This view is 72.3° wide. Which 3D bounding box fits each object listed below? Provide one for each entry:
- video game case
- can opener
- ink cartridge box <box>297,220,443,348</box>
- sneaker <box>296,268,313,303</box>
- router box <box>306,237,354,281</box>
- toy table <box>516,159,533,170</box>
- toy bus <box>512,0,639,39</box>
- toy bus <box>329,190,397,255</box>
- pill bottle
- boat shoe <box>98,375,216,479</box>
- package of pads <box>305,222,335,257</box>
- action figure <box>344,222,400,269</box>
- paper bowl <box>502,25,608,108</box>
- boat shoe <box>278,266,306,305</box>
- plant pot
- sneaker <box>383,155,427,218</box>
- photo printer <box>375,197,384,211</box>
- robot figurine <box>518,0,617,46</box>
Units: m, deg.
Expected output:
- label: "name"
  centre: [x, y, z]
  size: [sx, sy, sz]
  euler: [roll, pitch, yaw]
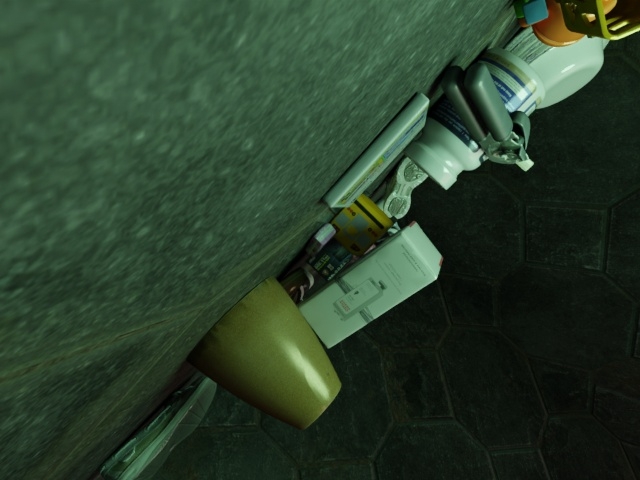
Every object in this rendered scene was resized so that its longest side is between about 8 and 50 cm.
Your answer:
- label: "video game case"
  centre: [0.097, -0.139, 0.737]
  size: [0.212, 0.023, 0.193]
  euler: [-47, 175, 11]
- label: "can opener"
  centre: [0.300, -0.222, 0.763]
  size: [0.283, 0.076, 0.095]
  euler: [33, 74, -47]
- label: "ink cartridge box"
  centre: [0.115, 0.091, 0.967]
  size: [0.283, 0.117, 0.207]
  euler: [-38, 176, 21]
- label: "sneaker"
  centre: [-0.104, 0.173, 1.239]
  size: [0.121, 0.079, 0.216]
  euler: [-37, 162, -41]
- label: "router box"
  centre: [0.034, 0.046, 1.227]
  size: [0.122, 0.092, 0.038]
  euler: [-48, 174, 7]
- label: "toy table"
  centre: [0.400, -0.279, 1.062]
  size: [0.274, 0.252, 0.160]
  euler: [-61, -174, 26]
- label: "toy bus"
  centre: [0.425, -0.368, 0.671]
  size: [0.202, 0.104, 0.191]
  euler: [-44, -151, -25]
- label: "toy bus"
  centre: [0.113, -0.040, 1.120]
  size: [0.130, 0.108, 0.333]
  euler: [-47, 175, 6]
- label: "pill bottle"
  centre: [0.306, -0.241, 0.900]
  size: [0.264, 0.153, 0.153]
  euler: [-47, 175, 12]
- label: "boat shoe"
  centre: [-0.388, 0.457, 1.073]
  size: [0.320, 0.103, 0.118]
  euler: [-50, 157, -24]
- label: "package of pads"
  centre: [0.000, 0.000, 0.952]
  size: [0.050, 0.032, 0.083]
  euler: [-42, 173, -26]
- label: "action figure"
  centre: [0.177, 0.064, 1.420]
  size: [0.248, 0.275, 0.370]
  euler: [-10, 172, -33]
- label: "paper bowl"
  centre: [0.609, -0.461, 1.152]
  size: [0.285, 0.147, 0.284]
  euler: [-21, 166, -6]
- label: "boat shoe"
  centre: [-0.119, 0.183, 1.062]
  size: [0.285, 0.089, 0.104]
  euler: [-49, 174, 17]
- label: "plant pot"
  centre: [-0.091, 0.244, 0.879]
  size: [0.237, 0.254, 0.237]
  euler: [-45, 174, -6]
- label: "sneaker"
  centre: [0.234, -0.183, 1.245]
  size: [0.115, 0.091, 0.232]
  euler: [-98, -149, -57]
- label: "photo printer"
  centre: [0.185, -0.034, 1.723]
  size: [0.256, 0.107, 0.307]
  euler: [-42, 173, -35]
- label: "robot figurine"
  centre: [0.497, -0.468, 0.866]
  size: [0.158, 0.128, 0.219]
  euler: [-50, 173, 6]
